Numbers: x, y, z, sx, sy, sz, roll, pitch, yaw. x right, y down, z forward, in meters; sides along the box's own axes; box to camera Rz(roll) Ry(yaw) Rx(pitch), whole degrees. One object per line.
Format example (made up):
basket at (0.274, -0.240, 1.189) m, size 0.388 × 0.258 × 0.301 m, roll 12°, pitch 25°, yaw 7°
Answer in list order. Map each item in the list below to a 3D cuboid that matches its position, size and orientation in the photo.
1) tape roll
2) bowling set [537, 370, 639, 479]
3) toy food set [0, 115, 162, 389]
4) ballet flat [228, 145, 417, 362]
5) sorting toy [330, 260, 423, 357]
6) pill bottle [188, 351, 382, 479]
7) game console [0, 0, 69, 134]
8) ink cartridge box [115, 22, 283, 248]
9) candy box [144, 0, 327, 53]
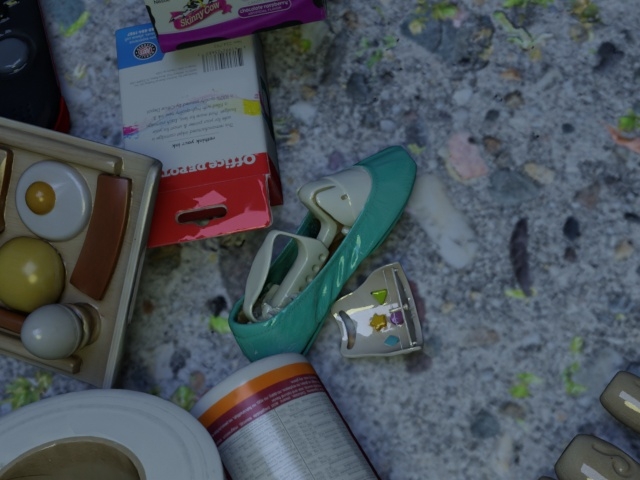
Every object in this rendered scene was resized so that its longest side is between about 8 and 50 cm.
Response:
tape roll at (-0.177, 0.255, 0.876) m, size 0.246 × 0.169 × 0.246 m, roll -6°, pitch 36°, yaw 4°
bowling set at (0.221, 0.253, 0.897) m, size 0.154 × 0.200 × 0.287 m, roll 37°, pitch 37°, yaw 14°
toy food set at (-0.296, 0.004, 1.029) m, size 0.306 × 0.092 × 0.219 m, roll 16°, pitch 100°, yaw 16°
ballet flat at (0.000, 0.000, 1.031) m, size 0.083 × 0.087 × 0.247 m, roll 19°, pitch 72°, yaw 50°
sorting toy at (0.048, 0.072, 1.033) m, size 0.075 × 0.045 × 0.083 m, roll -16°, pitch 69°, yaw 10°
pill bottle at (-0.011, 0.212, 0.947) m, size 0.121 × 0.121 × 0.221 m, roll -31°, pitch 70°, yaw -3°
game console at (-0.466, -0.171, 1.187) m, size 0.387 × 0.060 × 0.342 m, roll -19°, pitch 69°, yaw 1°
ink cartridge box at (-0.113, -0.097, 1.096) m, size 0.134 × 0.078 × 0.231 m, roll -10°, pitch 69°, yaw 6°
candy box at (-0.083, -0.283, 1.108) m, size 0.159 × 0.071 × 0.233 m, roll -11°, pitch 40°, yaw 4°
